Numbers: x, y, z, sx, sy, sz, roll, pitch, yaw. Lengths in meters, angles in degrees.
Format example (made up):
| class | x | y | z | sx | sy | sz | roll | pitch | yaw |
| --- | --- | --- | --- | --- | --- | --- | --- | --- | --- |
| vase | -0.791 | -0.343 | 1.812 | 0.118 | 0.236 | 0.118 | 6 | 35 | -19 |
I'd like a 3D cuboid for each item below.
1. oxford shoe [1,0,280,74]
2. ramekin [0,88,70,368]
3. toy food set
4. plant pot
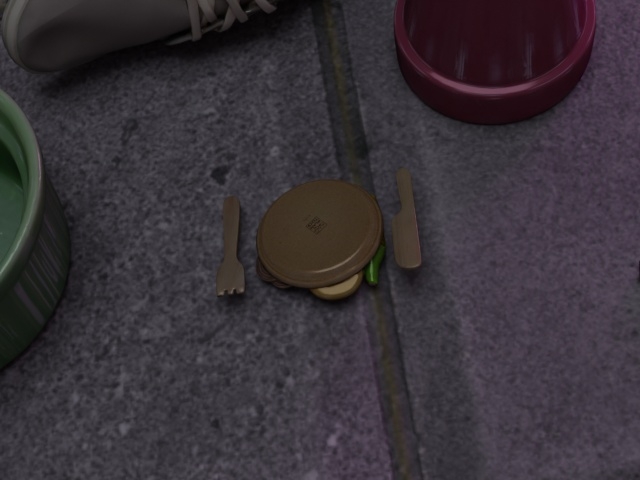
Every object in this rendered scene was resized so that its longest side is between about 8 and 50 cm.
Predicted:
| class | x | y | z | sx | sy | sz | roll | pitch | yaw |
| --- | --- | --- | --- | --- | --- | --- | --- | --- | --- |
| oxford shoe | -0.108 | -0.279 | 1.179 | 0.449 | 0.169 | 0.130 | -25 | 64 | -11 |
| ramekin | -0.383 | -0.001 | 1.076 | 0.303 | 0.148 | 0.303 | -3 | 62 | 6 |
| toy food set | 0.000 | 0.000 | 1.092 | 0.192 | 0.038 | 0.132 | -8 | 55 | 10 |
| plant pot | 0.168 | -0.242 | 1.109 | 0.201 | 0.180 | 0.201 | -3 | 63 | 5 |
